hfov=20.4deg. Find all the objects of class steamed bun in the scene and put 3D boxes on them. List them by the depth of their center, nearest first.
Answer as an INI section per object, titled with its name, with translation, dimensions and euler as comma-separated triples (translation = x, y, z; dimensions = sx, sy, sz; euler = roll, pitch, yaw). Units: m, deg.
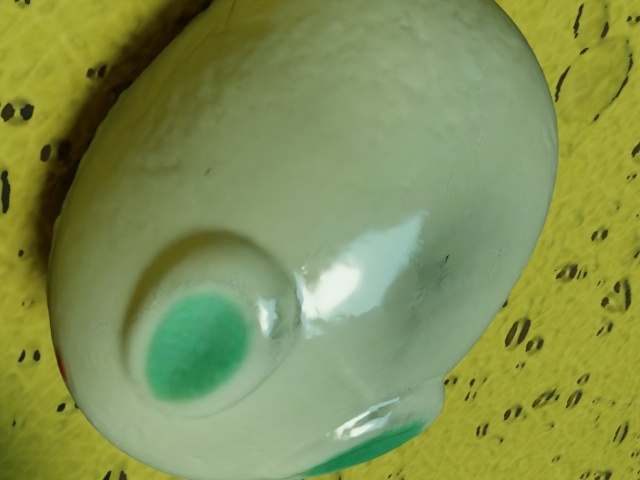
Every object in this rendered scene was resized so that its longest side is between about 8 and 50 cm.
[steamed bun]
translation = 0.000, 0.000, 0.685
dimensions = 0.228, 0.131, 0.177
euler = -48, 131, 1
